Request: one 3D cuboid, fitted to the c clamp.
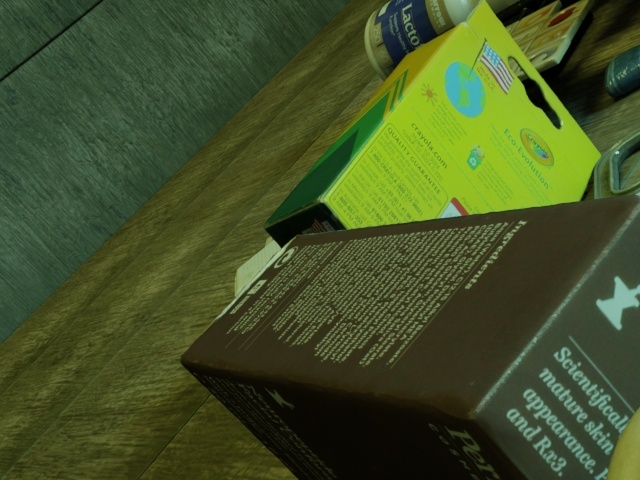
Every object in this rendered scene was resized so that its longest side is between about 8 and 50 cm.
[{"bbox_3d":[0.294,-0.083,0.925,0.137,0.022,0.160,-31,18,32],"label":"c clamp"}]

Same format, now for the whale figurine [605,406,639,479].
[{"bbox_3d":[0.164,0.164,0.364,0.216,0.141,0.272,23,83,32],"label":"whale figurine"}]

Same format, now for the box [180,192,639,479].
[{"bbox_3d":[0.079,0.098,0.617,0.143,0.191,0.381,-47,16,-21],"label":"box"}]

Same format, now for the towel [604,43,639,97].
[{"bbox_3d":[0.349,-0.195,1.094,0.119,0.029,0.067,-30,19,33],"label":"towel"}]

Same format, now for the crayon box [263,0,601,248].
[{"bbox_3d":[0.113,-0.043,0.910,0.081,0.202,0.318,-23,22,48],"label":"crayon box"}]

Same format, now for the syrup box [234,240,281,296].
[{"bbox_3d":[0.024,0.008,1.179,0.237,0.093,0.096,-38,15,7],"label":"syrup box"}]

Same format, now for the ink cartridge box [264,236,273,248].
[{"bbox_3d":[0.000,0.000,1.318,0.150,0.063,0.109,-36,16,16],"label":"ink cartridge box"}]

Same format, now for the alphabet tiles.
[{"bbox_3d":[0.149,-0.175,1.231,0.343,0.011,0.285,-22,20,39],"label":"alphabet tiles"}]

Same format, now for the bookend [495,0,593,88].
[{"bbox_3d":[0.257,-0.254,1.399,0.157,0.072,0.156,-24,22,47],"label":"bookend"}]

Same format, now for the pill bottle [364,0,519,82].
[{"bbox_3d":[0.204,-0.336,1.607,0.265,0.153,0.153,-24,22,47],"label":"pill bottle"}]
